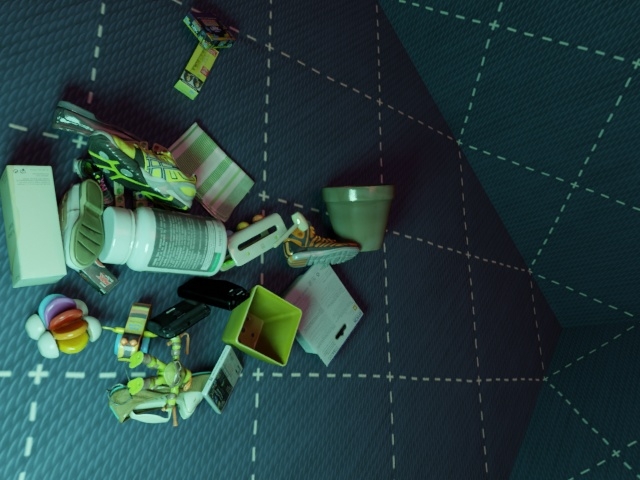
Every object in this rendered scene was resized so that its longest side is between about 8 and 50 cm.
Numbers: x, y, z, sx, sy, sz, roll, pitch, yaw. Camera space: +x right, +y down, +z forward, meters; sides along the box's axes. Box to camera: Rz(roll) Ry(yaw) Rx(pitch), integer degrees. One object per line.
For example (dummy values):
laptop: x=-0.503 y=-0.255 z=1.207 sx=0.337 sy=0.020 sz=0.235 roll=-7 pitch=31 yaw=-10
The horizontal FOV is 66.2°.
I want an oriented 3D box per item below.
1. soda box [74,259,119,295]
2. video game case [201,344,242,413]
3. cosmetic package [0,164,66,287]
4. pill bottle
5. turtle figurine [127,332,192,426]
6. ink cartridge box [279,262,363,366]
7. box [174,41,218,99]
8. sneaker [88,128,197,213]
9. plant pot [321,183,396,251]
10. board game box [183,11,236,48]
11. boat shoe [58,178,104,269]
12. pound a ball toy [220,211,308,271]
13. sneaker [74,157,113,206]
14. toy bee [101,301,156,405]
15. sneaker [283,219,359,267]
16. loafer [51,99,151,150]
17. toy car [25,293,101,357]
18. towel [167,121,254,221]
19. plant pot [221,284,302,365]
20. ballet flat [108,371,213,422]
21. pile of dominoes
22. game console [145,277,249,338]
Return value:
soda box: x=-0.693 y=0.087 z=1.480 sx=0.169 sy=0.053 sz=0.060 roll=50 pitch=51 yaw=-18
video game case: x=-0.322 y=0.463 z=1.630 sx=0.190 sy=0.022 sz=0.173 roll=83 pitch=26 yaw=-53
cosmetic package: x=-0.798 y=-0.037 z=1.358 sx=0.113 sy=0.160 sz=0.310 roll=-5 pitch=79 yaw=-40
pill bottle: x=-0.501 y=0.003 z=1.570 sx=0.361 sy=0.204 sz=0.204 roll=9 pitch=71 yaw=-40
turtle figurine: x=-0.437 y=0.392 z=1.393 sx=0.217 sy=0.087 sz=0.270 roll=28 pitch=64 yaw=-57
ink cartridge box: x=-0.002 y=0.286 z=2.007 sx=0.330 sy=0.071 sz=0.324 roll=56 pitch=47 yaw=-14
box: x=-0.475 y=-0.658 z=1.888 sx=0.087 sy=0.058 sz=0.232 roll=33 pitch=57 yaw=-27
sneaker: x=-0.552 y=-0.232 z=1.548 sx=0.384 sy=0.145 sz=0.147 roll=43 pitch=56 yaw=-47
plant pot: x=0.168 y=-0.102 z=2.142 sx=0.323 sy=0.323 sz=0.281 roll=-8 pitch=99 yaw=-42
board game box: x=-0.433 y=-0.828 z=1.934 sx=0.141 sy=0.048 sz=0.170 roll=51 pitch=32 yaw=-3
boat shoe: x=-0.706 y=-0.039 z=1.430 sx=0.113 sy=0.103 sz=0.302 roll=57 pitch=18 yaw=-52
pound a ball toy: x=-0.226 y=-0.025 z=1.813 sx=0.319 sy=0.208 sz=0.136 roll=-33 pitch=99 yaw=-41
sneaker: x=-0.704 y=-0.186 z=1.537 sx=0.063 sy=0.074 sz=0.170 roll=-36 pitch=102 yaw=-41
toy bee: x=-0.536 y=0.294 z=1.430 sx=0.195 sy=0.162 sz=0.298 roll=-7 pitch=57 yaw=-25
sneaker: x=0.000 y=0.000 z=2.006 sx=0.321 sy=0.125 sz=0.180 roll=-3 pitch=59 yaw=-26
loafer: x=-0.702 y=-0.336 z=1.578 sx=0.302 sy=0.109 sz=0.095 roll=26 pitch=82 yaw=-36
toy car: x=-0.707 y=0.219 z=1.348 sx=0.182 sy=0.136 sz=0.159 roll=38 pitch=42 yaw=28
towel: x=-0.416 y=-0.254 z=1.832 sx=0.325 sy=0.038 sz=0.248 roll=46 pitch=52 yaw=-21
plant pot: x=-0.225 y=0.307 z=1.728 sx=0.212 sy=0.187 sz=0.212 roll=35 pitch=58 yaw=-28
ballet flat: x=-0.463 y=0.491 z=1.502 sx=0.342 sy=0.116 sz=0.124 roll=3 pitch=42 yaw=-39
pile of dominoes: x=-0.576 y=-0.200 z=1.614 sx=0.196 sy=0.040 sz=0.251 roll=-10 pitch=107 yaw=-42
game console: x=-0.400 y=0.205 z=1.544 sx=0.361 sy=0.213 sz=0.044 roll=-33 pitch=129 yaw=-58
